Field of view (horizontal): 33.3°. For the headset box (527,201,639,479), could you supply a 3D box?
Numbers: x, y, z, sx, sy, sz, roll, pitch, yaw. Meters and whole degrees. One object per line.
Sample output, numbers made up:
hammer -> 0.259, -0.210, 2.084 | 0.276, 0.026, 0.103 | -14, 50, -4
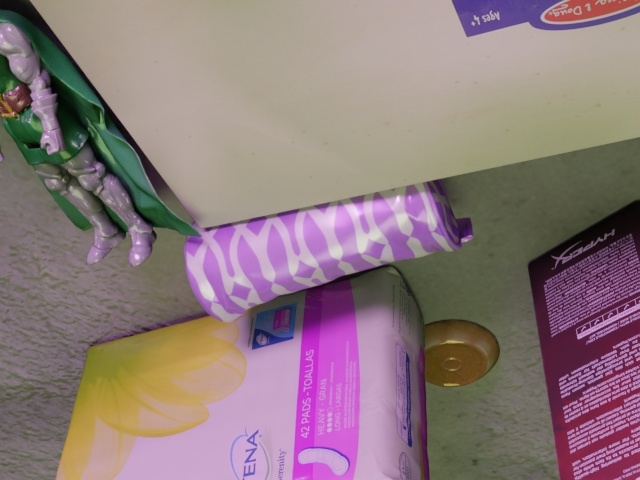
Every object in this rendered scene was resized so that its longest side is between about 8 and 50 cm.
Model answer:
headset box -> 0.269, 0.151, 0.770 | 0.110, 0.293, 0.218 | -34, 122, 30

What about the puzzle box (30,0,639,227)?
puzzle box -> 0.042, -0.146, 0.624 | 0.409, 0.052, 0.272 | -11, 134, 24

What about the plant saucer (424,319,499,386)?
plant saucer -> 0.113, 0.102, 0.922 | 0.083, 0.015, 0.083 | 2, 133, 2

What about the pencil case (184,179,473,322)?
pencil case -> 0.000, 0.000, 0.783 | 0.206, 0.086, 0.088 | -18, 128, 19

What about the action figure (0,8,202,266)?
action figure -> -0.191, -0.080, 0.729 | 0.137, 0.063, 0.232 | -2, 132, 38

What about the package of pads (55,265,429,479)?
package of pads -> -0.062, 0.161, 0.840 | 0.296, 0.229, 0.101 | -16, 130, 18
